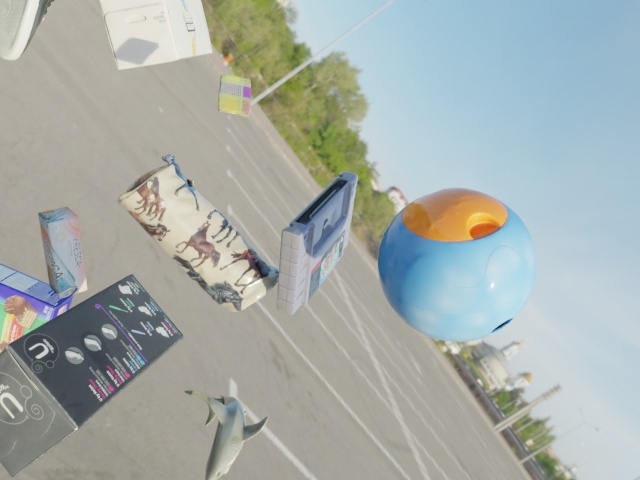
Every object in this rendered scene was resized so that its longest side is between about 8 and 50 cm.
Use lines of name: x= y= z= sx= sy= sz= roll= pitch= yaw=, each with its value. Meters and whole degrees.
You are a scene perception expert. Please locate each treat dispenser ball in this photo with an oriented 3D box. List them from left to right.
treat dispenser ball: x=0.251 y=0.045 z=1.058 sx=0.288 sy=0.288 sz=0.288 roll=54 pitch=6 yaw=-8

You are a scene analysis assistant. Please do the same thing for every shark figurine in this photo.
shark figurine: x=-0.221 y=0.377 z=1.240 sx=0.116 sy=0.166 sz=0.278 roll=48 pitch=-1 yaw=-23

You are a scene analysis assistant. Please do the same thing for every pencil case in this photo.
pencil case: x=-0.276 y=-0.007 z=1.352 sx=0.410 sy=0.160 sz=0.183 roll=48 pitch=49 yaw=-12

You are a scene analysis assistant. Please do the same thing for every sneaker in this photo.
sneaker: x=-0.477 y=-0.447 z=1.001 sx=0.105 sy=0.295 sz=0.147 roll=13 pitch=1 yaw=23

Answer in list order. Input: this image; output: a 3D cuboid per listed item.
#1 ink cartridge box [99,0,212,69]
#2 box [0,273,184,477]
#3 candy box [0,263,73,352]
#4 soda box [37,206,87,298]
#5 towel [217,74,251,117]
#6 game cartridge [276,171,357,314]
ink cartridge box: x=-0.408 y=-0.537 z=1.429 sx=0.232 sy=0.171 sz=0.168 roll=-64 pitch=146 yaw=-66
box: x=-0.362 y=0.187 z=0.845 sx=0.143 sy=0.165 sz=0.270 roll=51 pitch=23 yaw=-3
candy box: x=-0.943 y=0.228 z=1.669 sx=0.317 sy=0.268 sz=0.122 roll=24 pitch=13 yaw=-3
soda box: x=-0.534 y=0.025 z=1.172 sx=0.058 sy=0.063 sz=0.183 roll=31 pitch=-53 yaw=38
towel: x=-0.157 y=-0.265 z=1.032 sx=0.009 sy=0.060 sz=0.083 roll=130 pitch=-38 yaw=-60
game cartridge: x=0.000 y=0.000 z=1.376 sx=0.355 sy=0.068 sz=0.230 roll=-49 pitch=148 yaw=-52
